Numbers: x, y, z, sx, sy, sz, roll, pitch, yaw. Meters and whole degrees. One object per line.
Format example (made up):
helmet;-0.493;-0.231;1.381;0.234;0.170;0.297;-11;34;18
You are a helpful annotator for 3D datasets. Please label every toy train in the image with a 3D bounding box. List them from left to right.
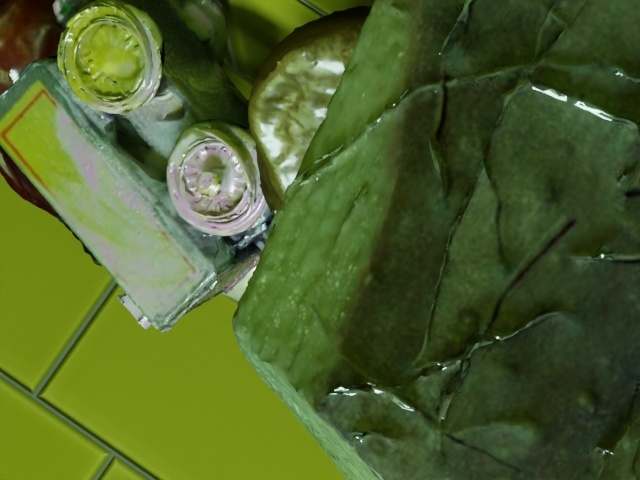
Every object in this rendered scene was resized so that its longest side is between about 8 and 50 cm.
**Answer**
toy train;-0.116;-0.069;1.374;0.261;0.177;0.134;50;-154;5

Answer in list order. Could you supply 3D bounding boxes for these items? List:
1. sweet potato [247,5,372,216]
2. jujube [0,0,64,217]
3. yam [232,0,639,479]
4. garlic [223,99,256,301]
sweet potato;0.028;-0.061;1.180;0.158;0.158;0.369;35;179;-3
jujube;-0.203;-0.122;1.597;0.183;0.183;0.243;24;157;52
yam;0.083;-0.014;0.771;0.201;0.271;0.202;32;178;6
garlic;-0.040;-0.068;1.497;0.199;0.199;0.226;32;139;19
